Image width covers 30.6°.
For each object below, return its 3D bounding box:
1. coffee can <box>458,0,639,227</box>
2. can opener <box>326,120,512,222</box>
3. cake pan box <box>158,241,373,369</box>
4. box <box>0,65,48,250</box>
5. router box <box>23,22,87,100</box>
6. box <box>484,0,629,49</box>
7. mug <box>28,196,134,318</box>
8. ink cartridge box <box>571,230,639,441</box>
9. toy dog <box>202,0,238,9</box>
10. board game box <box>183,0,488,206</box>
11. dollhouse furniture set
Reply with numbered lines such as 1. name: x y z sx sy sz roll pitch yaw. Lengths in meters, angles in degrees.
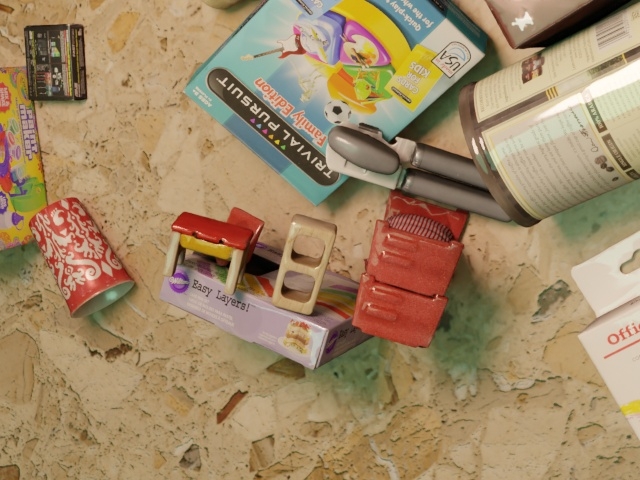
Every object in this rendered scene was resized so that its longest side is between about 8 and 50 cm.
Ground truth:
1. coffee can: 0.339 -0.159 1.446 0.275 0.201 0.201 -24 88 27
2. can opener: 0.138 -0.087 1.570 0.280 0.093 0.074 16 115 -7
3. cake pan box: -0.062 0.081 1.657 0.267 0.246 0.070 22 104 22
4. box: -0.620 -0.127 1.922 0.279 0.177 0.290 -3 98 25
5. router box: -0.425 -0.286 1.876 0.092 0.038 0.122 4 101 25
6. box: 0.292 -0.347 1.435 0.167 0.203 0.168 -30 87 26
7. mug: -0.403 0.034 1.886 0.150 0.113 0.169 -35 80 24
8. ink cartridge box: 0.474 0.154 1.485 0.207 0.119 0.353 -33 85 27
9. toy dog: -0.176 -0.466 1.627 0.333 0.161 0.220 52 136 8
10. board game box: 0.017 -0.239 1.587 0.254 0.079 0.336 40 120 -14
11. dollhouse furniture set: 0.000 0.000 1.578 0.374 0.201 0.152 16 107 2
